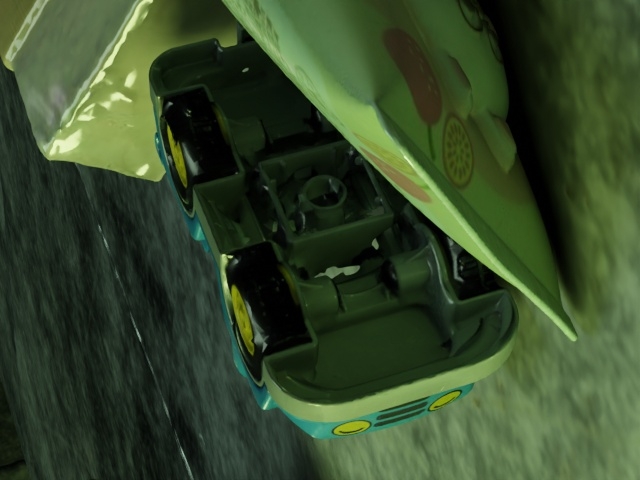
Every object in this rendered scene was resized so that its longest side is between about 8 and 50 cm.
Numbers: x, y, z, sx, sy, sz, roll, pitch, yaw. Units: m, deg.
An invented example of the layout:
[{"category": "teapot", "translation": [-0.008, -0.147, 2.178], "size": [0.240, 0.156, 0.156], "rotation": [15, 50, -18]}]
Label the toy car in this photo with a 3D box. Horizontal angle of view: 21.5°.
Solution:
[{"category": "toy car", "translation": [0.000, 0.000, 0.671], "size": [0.100, 0.097, 0.191], "rotation": [91, 159, -53]}]

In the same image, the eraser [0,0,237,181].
[{"category": "eraser", "translation": [-0.122, -0.194, 0.841], "size": [0.144, 0.078, 0.343], "rotation": [-53, 43, 28]}]

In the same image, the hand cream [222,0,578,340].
[{"category": "hand cream", "translation": [-0.004, -0.101, 0.602], "size": [0.147, 0.093, 0.306], "rotation": [43, -164, -52]}]

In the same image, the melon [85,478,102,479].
[{"category": "melon", "translation": [-0.082, 0.342, 0.976], "size": [0.331, 0.226, 0.343], "rotation": [41, 155, 13]}]
